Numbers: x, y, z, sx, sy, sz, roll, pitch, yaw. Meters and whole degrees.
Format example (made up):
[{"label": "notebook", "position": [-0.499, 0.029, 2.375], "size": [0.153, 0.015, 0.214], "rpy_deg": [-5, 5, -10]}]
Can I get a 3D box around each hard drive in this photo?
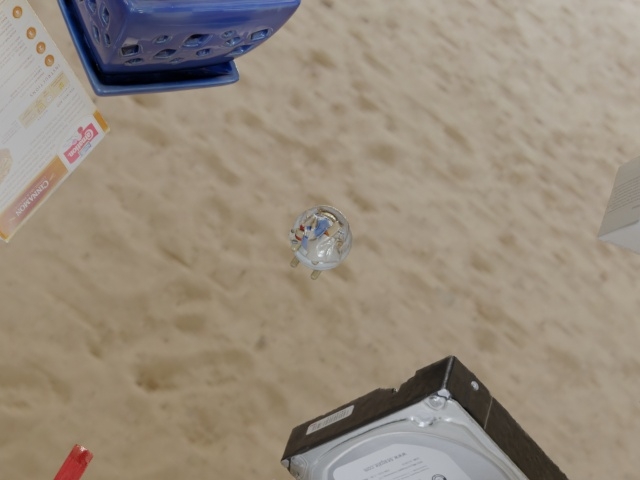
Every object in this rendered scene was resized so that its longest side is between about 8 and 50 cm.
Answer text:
[{"label": "hard drive", "position": [0.151, 0.291, 1.596], "size": [0.339, 0.237, 0.064], "rpy_deg": [47, 37, -21]}]

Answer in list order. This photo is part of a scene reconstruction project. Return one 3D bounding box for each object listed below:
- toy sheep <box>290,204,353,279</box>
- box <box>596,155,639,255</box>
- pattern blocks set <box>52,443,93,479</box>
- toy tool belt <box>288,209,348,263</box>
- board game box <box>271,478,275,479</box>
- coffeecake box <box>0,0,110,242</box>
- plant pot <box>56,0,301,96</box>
[{"label": "toy sheep", "position": [0.000, 0.000, 1.951], "size": [0.091, 0.132, 0.091], "rpy_deg": [2, 72, -5]}, {"label": "box", "position": [0.508, -0.035, 2.067], "size": [0.181, 0.119, 0.182], "rpy_deg": [21, -10, -6]}, {"label": "pattern blocks set", "position": [-0.278, 0.328, 1.128], "size": [0.026, 0.325, 0.285], "rpy_deg": [32, 15, -5]}, {"label": "toy tool belt", "position": [-0.001, -0.011, 1.679], "size": [0.052, 0.051, 0.083], "rpy_deg": [2, 24, -29]}, {"label": "board game box", "position": [-0.172, 0.348, 1.399], "size": [0.056, 0.208, 0.347], "rpy_deg": [33, 21, 28]}, {"label": "coffeecake box", "position": [-0.282, -0.114, 1.254], "size": [0.068, 0.142, 0.185], "rpy_deg": [19, -29, 39]}, {"label": "plant pot", "position": [-0.196, -0.309, 1.810], "size": [0.236, 0.212, 0.236], "rpy_deg": [-10, 64, -31]}]
